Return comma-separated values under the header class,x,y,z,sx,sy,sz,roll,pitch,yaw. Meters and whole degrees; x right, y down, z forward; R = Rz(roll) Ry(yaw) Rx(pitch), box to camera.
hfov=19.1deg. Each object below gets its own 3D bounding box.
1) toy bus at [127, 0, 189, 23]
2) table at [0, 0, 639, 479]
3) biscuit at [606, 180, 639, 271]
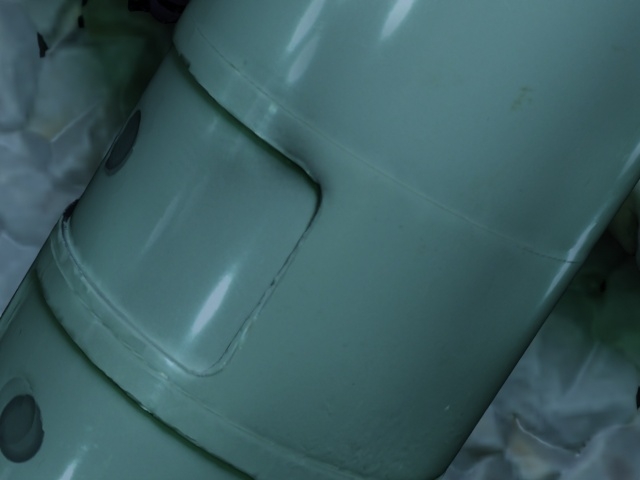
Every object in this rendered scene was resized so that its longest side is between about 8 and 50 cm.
class,x,y,z,sx,sy,sz,roll,pitch,yaw
toy bus,-0.035,-0.153,0.587,0.087,0.098,0.178,-14,80,-11
table,0.000,0.000,0.507,0.126,0.126,0.220,33,104,-1
biscuit,0.204,-0.050,0.602,0.281,0.084,0.179,-26,79,-17
